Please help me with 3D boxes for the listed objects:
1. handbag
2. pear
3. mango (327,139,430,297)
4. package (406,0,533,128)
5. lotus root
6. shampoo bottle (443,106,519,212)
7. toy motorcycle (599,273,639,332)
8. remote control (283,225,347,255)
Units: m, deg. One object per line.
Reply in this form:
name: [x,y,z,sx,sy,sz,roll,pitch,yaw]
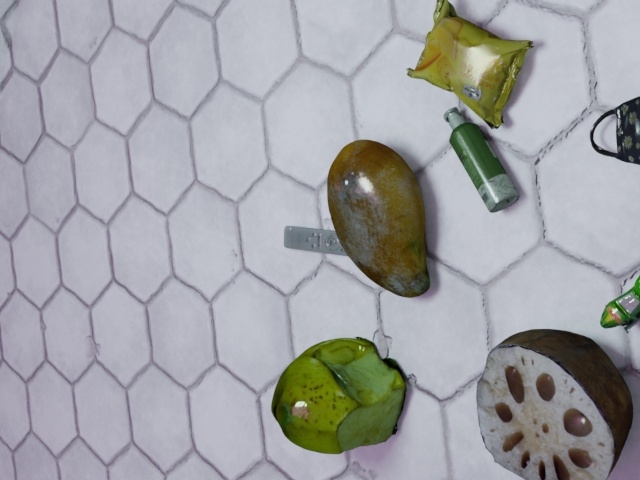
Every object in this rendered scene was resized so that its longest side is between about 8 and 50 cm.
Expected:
handbag: [0.483,-0.167,1.438,0.139,0.072,0.115,-2,94,47]
pear: [0.005,0.289,1.790,0.238,0.255,0.164,37,119,39]
mango: [0.117,-0.038,1.740,0.192,0.146,0.316,-21,94,42]
package: [0.256,-0.315,1.615,0.226,0.090,0.168,36,119,32]
lotus root: [0.390,0.267,1.485,0.272,0.192,0.272,15,113,38]
shampoo bottle: [0.278,-0.148,1.632,0.065,0.065,0.204,-41,67,37]
toy motorcycle: [0.515,0.069,1.404,0.190,0.106,0.074,-52,60,30]
remote control: [0.000,0.000,1.921,0.184,0.027,0.050,7,100,37]
